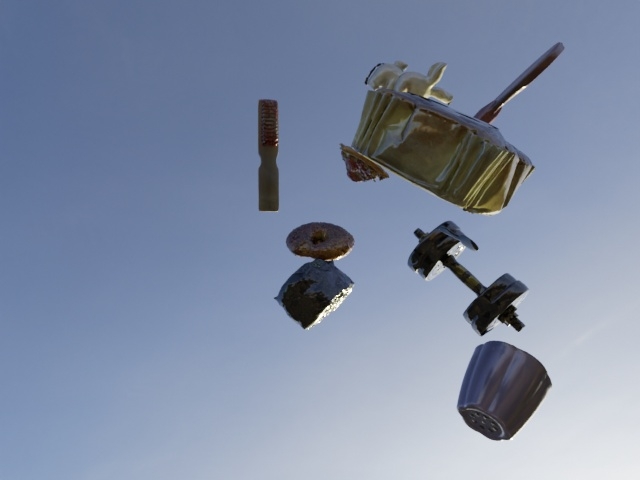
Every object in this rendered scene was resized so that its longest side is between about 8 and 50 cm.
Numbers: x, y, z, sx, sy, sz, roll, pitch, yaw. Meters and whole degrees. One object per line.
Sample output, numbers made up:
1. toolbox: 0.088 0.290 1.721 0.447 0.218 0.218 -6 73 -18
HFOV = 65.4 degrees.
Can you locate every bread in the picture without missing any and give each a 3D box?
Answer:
1. bread: 0.000 0.000 1.388 0.193 0.193 0.063 -1 -66 -7
2. bread: 0.166 -0.122 0.674 0.192 0.210 0.109 1 -61 -53

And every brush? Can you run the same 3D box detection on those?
1. brush: -0.144 -0.242 1.404 0.060 0.050 0.320 0 -91 -17
2. brush: 0.212 -0.004 0.764 0.008 0.083 0.024 -35 -53 -14

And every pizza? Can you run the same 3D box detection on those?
1. pizza: 0.082 -0.133 0.938 0.029 0.099 0.100 -56 -30 -18

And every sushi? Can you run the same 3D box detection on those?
1. sushi: -0.011 0.120 1.202 0.127 0.225 0.124 43 -66 12

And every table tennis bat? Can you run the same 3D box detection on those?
1. table tennis bat: 0.549 -0.428 1.447 0.415 0.268 0.051 -44 -89 -16

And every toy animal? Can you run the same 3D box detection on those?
1. toy animal: 0.146 -0.257 0.838 0.085 0.124 0.071 -44 -40 -17

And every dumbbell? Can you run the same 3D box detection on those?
1. dumbbell: 0.397 0.101 1.360 0.185 0.388 0.185 -35 -26 -19

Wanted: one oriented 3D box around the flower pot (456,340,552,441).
1. flower pot: 0.584 0.503 1.624 0.265 0.243 0.265 27 -36 22
